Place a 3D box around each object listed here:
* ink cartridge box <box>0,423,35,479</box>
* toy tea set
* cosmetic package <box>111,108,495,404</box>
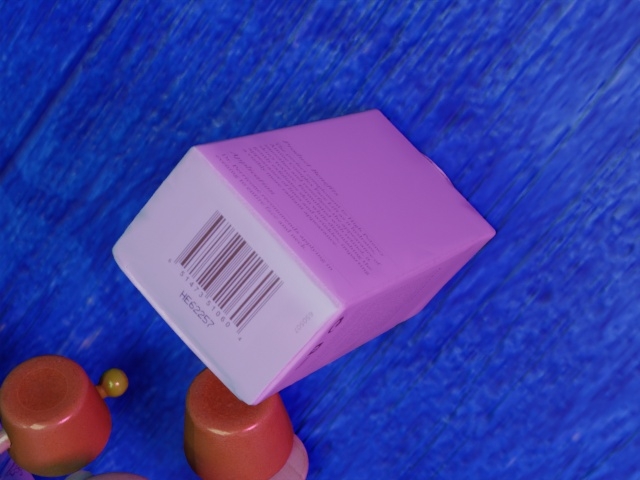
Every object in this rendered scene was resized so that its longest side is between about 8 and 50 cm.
[{"bbox_3d":[-0.309,0.238,1.029,0.201,0.117,0.278,-37,82,26],"label":"ink cartridge box"},{"bbox_3d":[-0.177,0.173,0.903,0.336,0.200,0.124,0,142,3],"label":"toy tea set"},{"bbox_3d":[0.000,0.000,0.775,0.117,0.231,0.085,48,115,12],"label":"cosmetic package"}]
